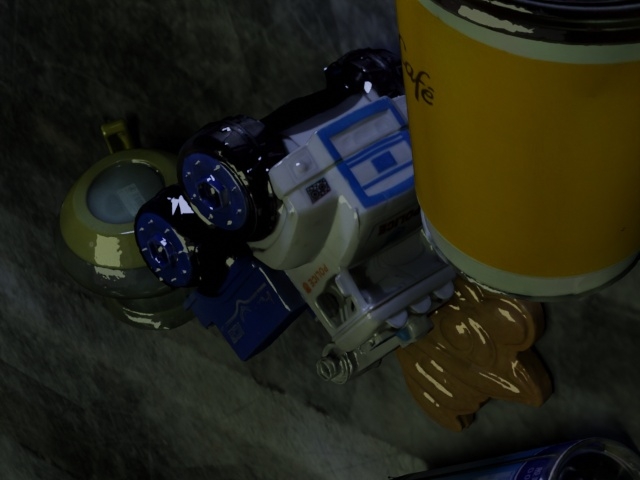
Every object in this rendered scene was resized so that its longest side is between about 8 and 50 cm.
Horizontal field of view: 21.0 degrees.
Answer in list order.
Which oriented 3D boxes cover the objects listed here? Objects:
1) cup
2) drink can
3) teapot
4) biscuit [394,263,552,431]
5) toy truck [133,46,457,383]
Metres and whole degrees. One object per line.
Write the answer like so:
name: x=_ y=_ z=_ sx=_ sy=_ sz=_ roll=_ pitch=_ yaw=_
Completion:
cup: x=0.117 y=-0.103 z=0.854 sx=0.196 sy=0.196 sz=0.279 roll=37 pitch=151 yaw=26
drink can: x=0.120 y=0.194 z=1.177 sx=0.097 sy=0.097 sz=0.235 roll=58 pitch=146 yaw=-4
teapot: x=-0.136 y=-0.014 z=1.315 sx=0.119 sy=0.130 sz=0.165 roll=76 pitch=177 yaw=-52
biscuit: x=0.087 y=0.035 z=1.144 sx=0.162 sy=0.035 sz=0.250 roll=28 pitch=136 yaw=30
toy truck: x=0.000 y=0.000 z=1.088 sx=0.177 sy=0.161 sz=0.213 roll=56 pitch=148 yaw=8
